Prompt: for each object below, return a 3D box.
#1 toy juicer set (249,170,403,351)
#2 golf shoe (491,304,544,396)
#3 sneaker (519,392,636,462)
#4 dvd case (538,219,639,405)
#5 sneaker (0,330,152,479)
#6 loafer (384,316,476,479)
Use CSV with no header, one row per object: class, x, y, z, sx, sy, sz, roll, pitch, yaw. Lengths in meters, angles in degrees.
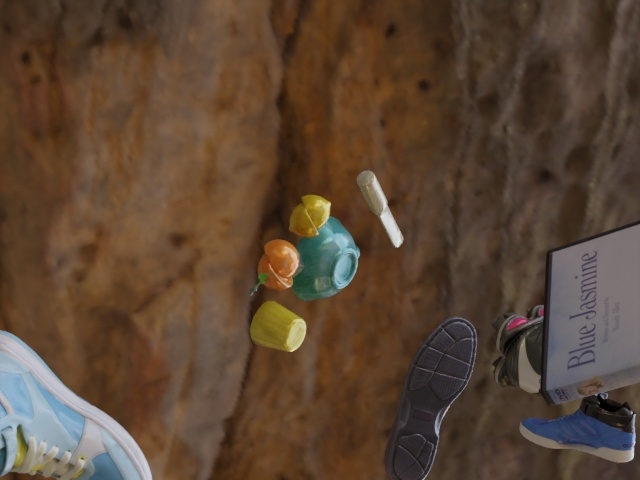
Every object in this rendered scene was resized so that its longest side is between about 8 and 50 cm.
toy juicer set,0.000,0.000,1.949,0.089,0.329,0.209,20,-44,32
golf shoe,0.306,0.094,1.365,0.120,0.273,0.105,23,-47,49
sneaker,0.335,0.229,1.690,0.152,0.058,0.085,11,-75,29
dvd case,0.301,0.035,1.076,0.022,0.253,0.180,53,31,-30
sneaker,-0.381,0.283,1.704,0.319,0.127,0.208,41,33,-4
loafer,0.176,0.270,2.252,0.303,0.109,0.095,-69,-165,-4
